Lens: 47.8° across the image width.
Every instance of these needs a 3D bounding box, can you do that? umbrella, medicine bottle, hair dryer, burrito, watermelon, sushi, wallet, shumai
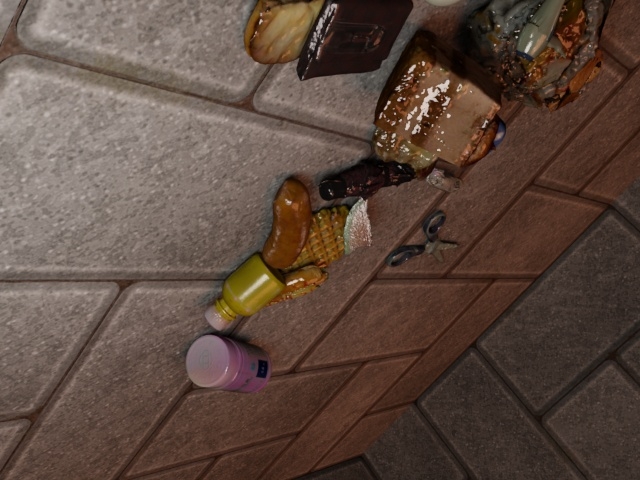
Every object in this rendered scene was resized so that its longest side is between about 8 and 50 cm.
[{"bbox_3d":[0.135,-0.163,1.852,0.326,0.090,0.094,-18,168,-34],"label":"umbrella"},{"bbox_3d":[-0.264,0.364,2.108,0.152,0.152,0.254,-43,153,9],"label":"medicine bottle"},{"bbox_3d":[0.507,-0.462,1.536,0.199,0.067,0.167,-11,132,-41],"label":"hair dryer"},{"bbox_3d":[0.370,-0.175,2.148,0.064,0.064,0.203,-47,152,17],"label":"burrito"},{"bbox_3d":[0.112,-0.050,1.958,0.101,0.080,0.155,-39,125,-55],"label":"watermelon"},{"bbox_3d":[0.512,-0.502,1.685,0.417,0.176,0.417,-26,144,-21],"label":"sushi"},{"bbox_3d":[0.069,-0.391,1.387,0.229,0.049,0.182,-17,146,-43],"label":"wallet"},{"bbox_3d":[-0.203,0.142,1.877,0.212,0.122,0.122,-41,153,6],"label":"medicine bottle"},{"bbox_3d":[0.237,-0.245,1.793,0.209,0.153,0.161,-19,154,-39],"label":"shumai"}]

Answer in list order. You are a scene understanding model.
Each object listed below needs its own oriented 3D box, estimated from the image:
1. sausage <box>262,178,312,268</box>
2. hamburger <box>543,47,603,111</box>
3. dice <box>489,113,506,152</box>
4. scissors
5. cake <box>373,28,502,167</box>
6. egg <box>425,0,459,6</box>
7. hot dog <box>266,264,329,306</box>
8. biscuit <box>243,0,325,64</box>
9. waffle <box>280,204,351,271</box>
[{"bbox_3d":[-0.078,-0.038,1.771,0.109,0.109,0.271,-23,147,-27],"label":"sausage"},{"bbox_3d":[0.699,-0.470,2.047,0.231,0.107,0.231,-31,150,-21],"label":"hamburger"},{"bbox_3d":[0.386,-0.301,1.887,0.143,0.146,0.146,-45,148,18],"label":"dice"},{"bbox_3d":[0.385,0.024,2.501,0.256,0.029,0.383,-45,153,14],"label":"scissors"},{"bbox_3d":[0.281,-0.295,1.569,0.199,0.293,0.196,-58,-172,28],"label":"cake"},{"bbox_3d":[0.238,-0.530,1.351,0.151,0.151,0.209,-27,158,-20],"label":"egg"},{"bbox_3d":[-0.094,0.132,1.975,0.250,0.076,0.104,-15,160,3],"label":"hot dog"},{"bbox_3d":[-0.012,-0.414,1.343,0.299,0.045,0.154,-26,151,-25],"label":"biscuit"},{"bbox_3d":[0.001,0.001,1.987,0.254,0.052,0.245,0,133,-49],"label":"waffle"}]
